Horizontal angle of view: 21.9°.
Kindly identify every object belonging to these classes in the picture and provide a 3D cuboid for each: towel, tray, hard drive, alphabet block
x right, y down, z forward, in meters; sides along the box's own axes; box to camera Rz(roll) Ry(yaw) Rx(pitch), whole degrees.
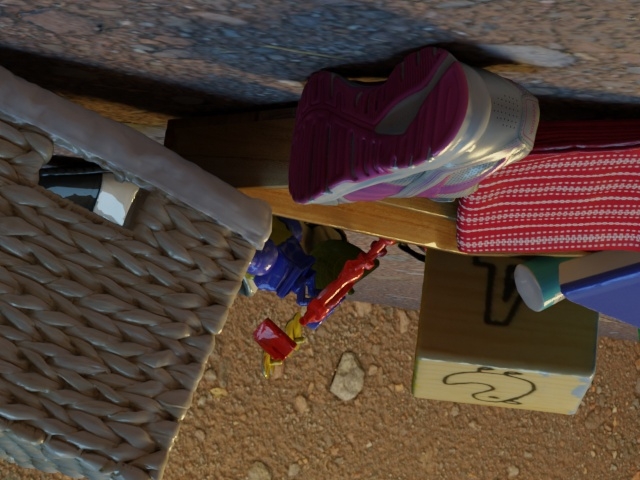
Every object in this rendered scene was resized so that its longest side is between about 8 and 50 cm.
[{"bbox_3d":[0.212,-0.037,1.346,0.198,0.031,0.275,-1,161,2],"label":"towel"},{"bbox_3d":[0.076,-0.049,1.540,0.411,0.076,0.202,13,172,-41],"label":"tray"},{"bbox_3d":[0.415,0.024,1.546,0.318,0.040,0.210,-19,152,41],"label":"hard drive"},{"bbox_3d":[0.212,0.078,1.889,0.197,0.193,0.192,6,160,4],"label":"alphabet block"}]

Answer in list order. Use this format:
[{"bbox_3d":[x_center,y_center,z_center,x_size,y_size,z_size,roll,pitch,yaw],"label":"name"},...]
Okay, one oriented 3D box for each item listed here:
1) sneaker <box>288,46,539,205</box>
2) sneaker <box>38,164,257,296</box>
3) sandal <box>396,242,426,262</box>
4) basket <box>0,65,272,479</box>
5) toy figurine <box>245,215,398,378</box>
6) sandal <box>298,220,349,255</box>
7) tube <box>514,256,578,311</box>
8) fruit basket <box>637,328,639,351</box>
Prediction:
[{"bbox_3d":[0.063,-0.070,1.200,0.111,0.103,0.252,12,173,-31],"label":"sneaker"},{"bbox_3d":[-0.200,-0.005,1.919,0.330,0.146,0.122,11,174,-25],"label":"sneaker"},{"bbox_3d":[0.130,0.008,2.168,0.179,0.040,0.067,11,172,-39],"label":"sandal"},{"bbox_3d":[-0.280,0.032,1.416,0.328,0.266,0.331,27,165,-26],"label":"basket"},{"bbox_3d":[-0.040,-0.021,1.803,0.217,0.191,0.362,43,-161,3],"label":"toy figurine"},{"bbox_3d":[0.000,0.000,2.143,0.060,0.090,0.219,-19,157,20],"label":"sandal"},{"bbox_3d":[0.300,0.012,1.710,0.207,0.052,0.080,-22,-171,-20],"label":"tube"},{"bbox_3d":[0.578,0.103,2.051,0.353,0.166,0.327,0,172,22],"label":"fruit basket"}]
